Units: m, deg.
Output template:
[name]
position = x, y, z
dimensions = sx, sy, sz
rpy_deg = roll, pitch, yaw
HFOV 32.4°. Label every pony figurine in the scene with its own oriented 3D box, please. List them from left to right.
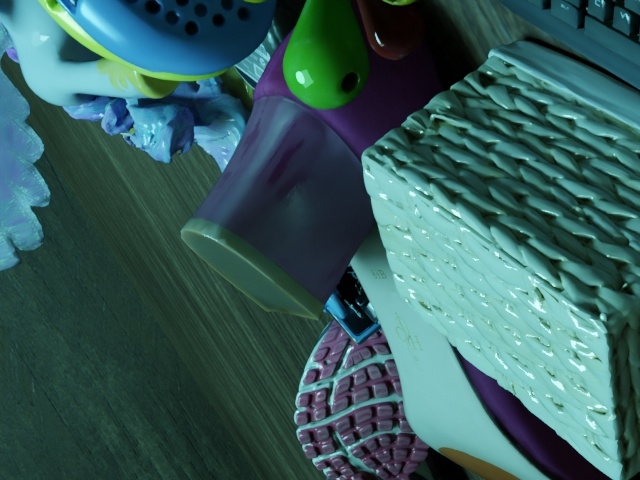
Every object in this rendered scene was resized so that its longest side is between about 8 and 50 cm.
[pony figurine]
position = -0.201, -0.153, 0.854
dimensions = 0.364, 0.303, 0.351
rpy_deg = 11, 134, 42

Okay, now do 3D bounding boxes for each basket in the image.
[basket]
position = 0.107, 0.005, 0.472
dimensions = 0.167, 0.103, 0.113
rpy_deg = 42, 158, 45

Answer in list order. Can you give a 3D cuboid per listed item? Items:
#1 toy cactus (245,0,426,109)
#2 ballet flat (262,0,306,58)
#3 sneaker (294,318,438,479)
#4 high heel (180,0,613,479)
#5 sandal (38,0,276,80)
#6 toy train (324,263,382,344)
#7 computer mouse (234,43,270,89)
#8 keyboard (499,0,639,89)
[toy cactus]
position = 0.015, -0.161, 0.375
dimensions = 0.180, 0.112, 0.218
rpy_deg = -95, -2, -76
[ballet flat]
position = -0.005, -0.097, 0.653
dimensions = 0.049, 0.057, 0.173
rpy_deg = 7, 145, 36
[sneaker]
position = 0.045, 0.175, 1.012
dimensions = 0.112, 0.121, 0.299
rpy_deg = -94, -5, -51
[high heel]
position = 0.101, 0.025, 0.638
dimensions = 0.127, 0.181, 0.377
rpy_deg = 11, 154, 51
[sandal]
position = -0.074, -0.220, 0.423
dimensions = 0.138, 0.126, 0.317
rpy_deg = 1, 105, 57
[toy train]
position = 0.000, 0.000, 0.852
dimensions = 0.184, 0.080, 0.105
rpy_deg = 48, 172, 21
[computer mouse]
position = -0.037, -0.171, 0.673
dimensions = 0.106, 0.042, 0.193
rpy_deg = 41, 154, 31
[keyboard]
position = 0.138, -0.089, 0.324
dimensions = 0.317, 0.033, 0.201
rpy_deg = 42, 159, 39
